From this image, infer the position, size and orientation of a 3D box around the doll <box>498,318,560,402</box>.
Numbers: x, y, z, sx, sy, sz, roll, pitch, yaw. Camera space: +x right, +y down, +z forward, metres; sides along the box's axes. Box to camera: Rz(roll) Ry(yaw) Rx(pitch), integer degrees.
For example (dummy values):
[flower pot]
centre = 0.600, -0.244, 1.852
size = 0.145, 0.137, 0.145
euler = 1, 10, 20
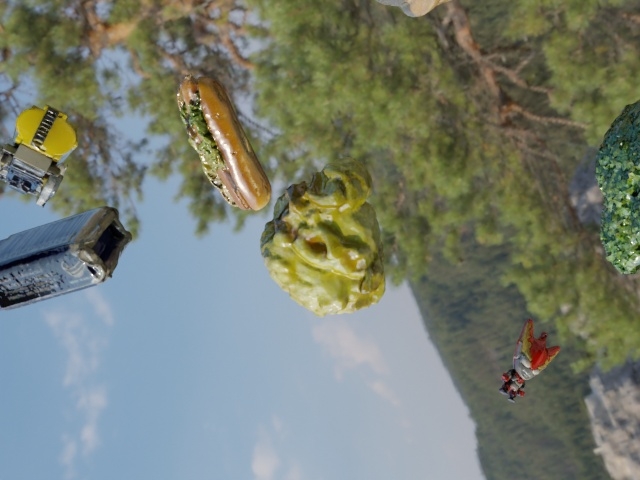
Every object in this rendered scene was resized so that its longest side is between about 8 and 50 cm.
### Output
[doll]
centre = 0.439, 0.265, 1.742
size = 0.109, 0.169, 0.057
euler = 42, 167, -18

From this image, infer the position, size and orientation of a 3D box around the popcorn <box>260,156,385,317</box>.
[popcorn]
centre = 0.000, 0.000, 1.500
size = 0.173, 0.226, 0.285
euler = -72, -27, -76

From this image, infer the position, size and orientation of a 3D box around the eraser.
[eraser]
centre = -0.508, 0.043, 1.457
size = 0.155, 0.332, 0.101
euler = -76, -34, -59

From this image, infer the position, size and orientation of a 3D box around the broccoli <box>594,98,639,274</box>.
[broccoli]
centre = 0.490, -0.082, 0.959
size = 0.413, 0.310, 0.321
euler = -50, -61, -34

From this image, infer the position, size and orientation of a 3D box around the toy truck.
[toy truck]
centre = -0.411, -0.124, 1.179
size = 0.098, 0.114, 0.227
euler = 28, 167, -20

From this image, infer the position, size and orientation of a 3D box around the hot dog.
[hot dog]
centre = -0.214, -0.200, 1.694
size = 0.135, 0.100, 0.337
euler = 19, 142, 47

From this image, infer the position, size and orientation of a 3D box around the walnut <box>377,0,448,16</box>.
[walnut]
centre = 0.193, -0.606, 1.671
size = 0.285, 0.297, 0.285
euler = 178, 90, -74
